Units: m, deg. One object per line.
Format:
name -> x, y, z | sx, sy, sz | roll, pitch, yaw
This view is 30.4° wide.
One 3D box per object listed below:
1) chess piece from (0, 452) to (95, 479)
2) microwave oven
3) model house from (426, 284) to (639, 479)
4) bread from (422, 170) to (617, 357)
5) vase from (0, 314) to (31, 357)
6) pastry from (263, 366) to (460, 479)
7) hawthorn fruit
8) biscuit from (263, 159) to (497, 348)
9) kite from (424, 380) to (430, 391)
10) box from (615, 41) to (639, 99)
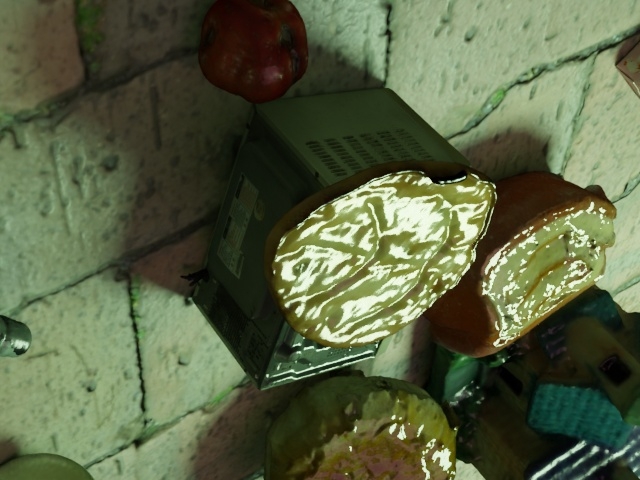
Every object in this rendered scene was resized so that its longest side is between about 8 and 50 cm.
chess piece -> -0.255, 0.325, 1.231 | 0.144, 0.144, 0.251 | -36, 153, -8
microwave oven -> 0.000, 0.000, 1.091 | 0.194, 0.145, 0.240 | -14, 139, -39
model house -> 0.313, 0.228, 1.511 | 0.245, 0.280, 0.312 | -27, 148, -21
bread -> 0.228, 0.013, 1.345 | 0.244, 0.123, 0.190 | -36, 131, -17
vase -> -0.309, 0.062, 0.924 | 0.060, 0.060, 0.211 | -49, 145, 12
pastry -> 0.042, 0.268, 1.407 | 0.236, 0.121, 0.257 | 5, 114, -17
hawthorn fruit -> -0.051, -0.154, 0.916 | 0.093, 0.093, 0.093 | -26, 144, -21
biscuit -> 0.048, 0.008, 0.986 | 0.260, 0.041, 0.203 | 10, 125, -49
kite -> 0.212, 0.116, 1.547 | 0.204, 0.022, 0.360 | -27, 145, -21
box -> 0.404, -0.213, 1.336 | 0.125, 0.043, 0.089 | -46, 147, 8
